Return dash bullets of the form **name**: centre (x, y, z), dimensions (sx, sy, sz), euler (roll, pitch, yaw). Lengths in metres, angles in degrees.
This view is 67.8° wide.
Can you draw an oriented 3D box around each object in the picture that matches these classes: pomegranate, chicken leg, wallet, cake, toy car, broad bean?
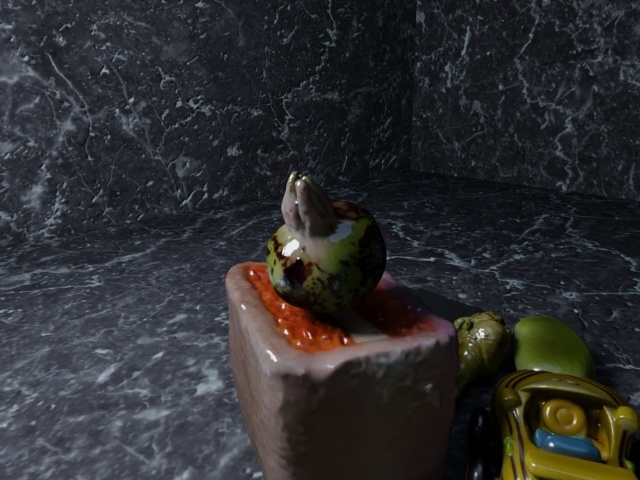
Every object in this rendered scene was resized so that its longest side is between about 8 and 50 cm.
- **pomegranate**: centre (-0.002, 0.000, 0.530), dimensions (0.138, 0.163, 0.125), euler (-27, 11, -9)
- **chicken leg**: centre (0.241, 0.182, 0.765), dimensions (0.088, 0.103, 0.227), euler (31, 37, 35)
- **wallet**: centre (0.148, 0.147, 0.979), dimensions (0.323, 0.041, 0.247), euler (12, 22, 28)
- **cake**: centre (0.013, 0.163, 0.626), dimensions (0.237, 0.230, 0.309), euler (-9, 19, -18)
- **toy car**: centre (0.271, 0.229, 0.537), dimensions (0.200, 0.142, 0.248), euler (5, 20, 16)
- **broad bean**: centre (0.376, 0.191, 0.780), dimensions (0.124, 0.082, 0.174), euler (1, 28, 7)
